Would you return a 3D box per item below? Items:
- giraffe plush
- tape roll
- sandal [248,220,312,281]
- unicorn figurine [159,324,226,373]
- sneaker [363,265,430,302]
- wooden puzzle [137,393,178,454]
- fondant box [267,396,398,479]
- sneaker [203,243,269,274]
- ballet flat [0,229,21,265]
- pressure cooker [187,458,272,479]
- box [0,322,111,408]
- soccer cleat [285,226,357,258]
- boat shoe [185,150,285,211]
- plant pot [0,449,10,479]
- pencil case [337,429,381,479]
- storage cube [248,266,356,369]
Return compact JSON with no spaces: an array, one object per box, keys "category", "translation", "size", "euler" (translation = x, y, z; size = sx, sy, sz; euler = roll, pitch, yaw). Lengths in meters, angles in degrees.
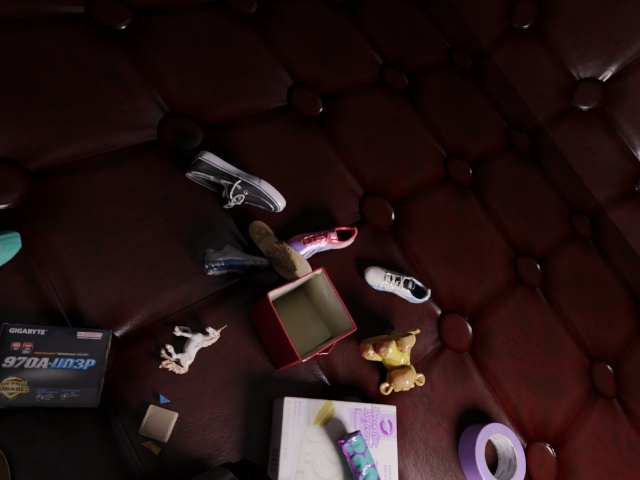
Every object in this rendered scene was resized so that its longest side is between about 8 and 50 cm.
[{"category":"giraffe plush","translation":[0.222,0.363,1.246],"size":[0.210,0.181,0.171],"euler":[3,73,-61]},{"category":"tape roll","translation":[0.516,0.653,1.278],"size":[0.188,0.080,0.189],"euler":[10,63,-20]},{"category":"sandal","translation":[-0.129,0.034,1.233],"size":[0.240,0.079,0.088],"euler":[45,94,10]},{"category":"unicorn figurine","translation":[-0.330,0.262,1.079],"size":[0.111,0.060,0.162],"euler":[30,74,-10]},{"category":"sneaker","translation":[0.253,0.137,1.386],"size":[0.237,0.086,0.085],"euler":[22,62,-13]},{"category":"wooden puzzle","translation":[-0.383,0.432,0.998],"size":[0.078,0.014,0.116],"euler":[33,58,-13]},{"category":"fondant box","translation":[0.036,0.542,1.095],"size":[0.330,0.096,0.239],"euler":[13,63,-21]},{"category":"sneaker","translation":[-0.239,0.048,1.209],"size":[0.190,0.071,0.083],"euler":[4,56,-26]},{"category":"ballet flat","translation":[-0.793,0.046,0.937],"size":[0.083,0.087,0.247],"euler":[49,57,3]},{"category":"pressure cooker","translation":[-0.192,0.624,0.761],"size":[0.420,0.375,0.370],"euler":[-11,63,-38]},{"category":"box","translation":[-0.598,0.282,0.942],"size":[0.220,0.051,0.175],"euler":[9,64,-21]},{"category":"soccer cleat","translation":[0.000,0.000,1.324],"size":[0.247,0.095,0.083],"euler":[-11,72,-29]},{"category":"boat shoe","translation":[-0.256,-0.153,1.266],"size":[0.306,0.113,0.105],"euler":[31,65,-6]},{"category":"plant pot","translation":[-0.726,0.490,0.800],"size":[0.236,0.032,0.237],"euler":[10,65,-21]},{"category":"pencil case","translation":[0.096,0.545,1.027],"size":[0.070,0.064,0.152],"euler":[-10,72,-45]},{"category":"storage cube","translation":[-0.056,0.216,1.142],"size":[0.183,0.193,0.215],"euler":[-23,80,-31]}]
